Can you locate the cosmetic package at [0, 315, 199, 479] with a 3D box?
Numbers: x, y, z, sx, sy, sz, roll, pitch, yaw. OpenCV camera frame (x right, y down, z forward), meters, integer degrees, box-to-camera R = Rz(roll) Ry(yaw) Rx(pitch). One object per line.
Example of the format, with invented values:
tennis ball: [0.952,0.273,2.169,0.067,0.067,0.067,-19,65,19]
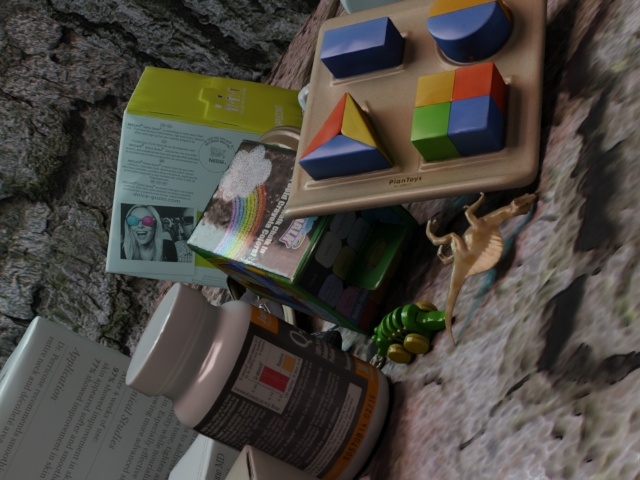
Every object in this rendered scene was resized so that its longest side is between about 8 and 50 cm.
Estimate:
cosmetic package: [-0.382,0.385,1.626,0.327,0.393,0.329,-40,25,56]

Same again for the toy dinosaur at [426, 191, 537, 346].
toy dinosaur: [0.155,0.013,1.067,0.092,0.053,0.183,36,97,48]

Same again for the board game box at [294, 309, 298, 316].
board game box: [-0.080,0.152,1.767,0.126,0.026,0.186,-38,27,59]

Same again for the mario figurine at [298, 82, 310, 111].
mario figurine: [0.023,-0.125,1.572,0.320,0.198,0.170,-62,3,31]

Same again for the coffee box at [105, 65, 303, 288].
coffee box: [-0.221,-0.129,1.995,0.338,0.338,0.334,-95,15,-66]

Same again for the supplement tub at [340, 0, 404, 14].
supplement tub: [0.147,-0.501,1.767,0.241,0.241,0.331,-54,16,29]

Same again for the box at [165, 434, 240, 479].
box: [-0.145,0.372,1.369,0.182,0.119,0.181,-54,16,30]

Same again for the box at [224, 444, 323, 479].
box: [-0.091,0.396,1.067,0.311,0.148,0.121,-59,13,6]

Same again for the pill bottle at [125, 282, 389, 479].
pill bottle: [-0.072,0.167,1.160,0.162,0.278,0.162,-55,15,23]

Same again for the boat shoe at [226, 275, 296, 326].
boat shoe: [-0.098,0.124,1.633,0.285,0.092,0.103,-117,25,-61]

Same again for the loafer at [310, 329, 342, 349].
loafer: [-0.032,0.180,1.441,0.223,0.076,0.078,-30,29,58]

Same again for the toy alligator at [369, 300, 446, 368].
toy alligator: [0.086,0.111,1.170,0.189,0.051,0.056,-42,23,55]

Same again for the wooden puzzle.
wooden puzzle: [0.109,-0.194,1.213,0.322,0.080,0.348,-8,54,30]

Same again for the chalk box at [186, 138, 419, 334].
chalk box: [0.000,0.000,1.339,0.289,0.179,0.180,18,76,43]

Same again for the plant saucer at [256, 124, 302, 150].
plant saucer: [-0.046,-0.045,1.595,0.041,0.278,0.278,-18,-17,-36]
